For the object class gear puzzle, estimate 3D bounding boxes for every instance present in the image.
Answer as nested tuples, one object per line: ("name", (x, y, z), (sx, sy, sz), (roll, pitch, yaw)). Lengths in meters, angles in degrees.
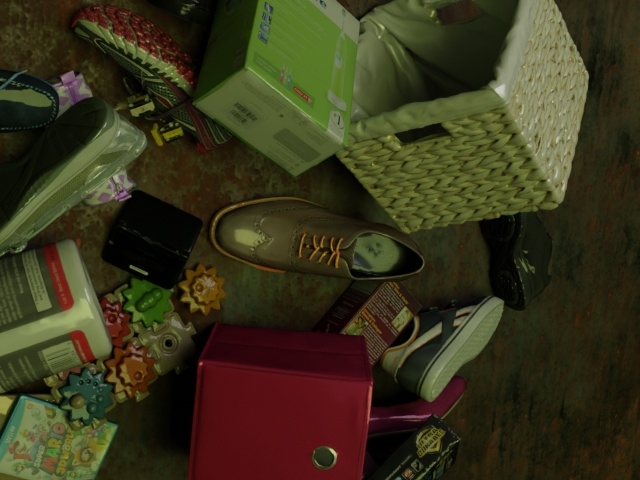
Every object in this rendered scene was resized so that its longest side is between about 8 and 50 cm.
("gear puzzle", (-0.275, 0.147, 1.470), (0.339, 0.044, 0.175), (-32, 101, -32))

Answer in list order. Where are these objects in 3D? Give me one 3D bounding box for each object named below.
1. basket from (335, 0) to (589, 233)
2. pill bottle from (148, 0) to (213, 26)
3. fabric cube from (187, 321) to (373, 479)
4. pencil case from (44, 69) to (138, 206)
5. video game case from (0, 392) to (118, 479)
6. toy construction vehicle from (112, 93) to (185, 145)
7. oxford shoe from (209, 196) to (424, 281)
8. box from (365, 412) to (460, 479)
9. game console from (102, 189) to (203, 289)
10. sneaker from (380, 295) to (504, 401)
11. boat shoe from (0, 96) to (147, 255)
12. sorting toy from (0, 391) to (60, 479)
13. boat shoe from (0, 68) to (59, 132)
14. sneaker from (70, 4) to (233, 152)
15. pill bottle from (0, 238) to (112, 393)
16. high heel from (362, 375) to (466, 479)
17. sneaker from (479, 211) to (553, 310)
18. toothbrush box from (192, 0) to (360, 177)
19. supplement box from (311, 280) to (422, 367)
("basket", (0.227, -0.228, 1.521), (0.266, 0.328, 0.331), (49, 46, -35))
("pill bottle", (-0.171, -0.436, 1.387), (0.123, 0.123, 0.219), (16, 104, -33))
("fabric cube", (-0.063, 0.287, 1.483), (0.258, 0.259, 0.254), (7, 99, -2))
("pencil case", (-0.346, -0.146, 1.373), (0.086, 0.088, 0.206), (-34, 115, -24))
("video game case", (-0.403, 0.310, 1.421), (0.166, 0.015, 0.119), (27, 86, -33))
("toy construction vehicle", (-0.260, -0.174, 1.377), (0.098, 0.035, 0.086), (-21, 135, 4))
("oxford shoe", (0.000, 0.000, 1.558), (0.364, 0.133, 0.130), (6, 94, -15))
("box", (0.122, 0.454, 1.676), (0.293, 0.073, 0.295), (-43, 162, -10))
("game console", (-0.263, 0.000, 1.475), (0.122, 0.071, 0.107), (26, 116, -9))
("sneaker", (0.234, 0.176, 1.778), (0.321, 0.127, 0.126), (-32, 140, -48))
("boat shoe", (-0.385, -0.066, 1.306), (0.320, 0.118, 0.103), (-40, 141, 10))
("sorting toy", (-0.465, 0.290, 1.416), (0.274, 0.046, 0.132), (4, 98, -33))
("boat shoe", (-0.481, -0.176, 1.249), (0.258, 0.089, 0.109), (-2, 110, -14))
("sneaker", (-0.244, -0.239, 1.405), (0.299, 0.121, 0.112), (35, 112, -24))
("pill bottle", (-0.464, 0.127, 1.289), (0.318, 0.176, 0.176), (-19, 110, -12))
("high heel", (0.118, 0.301, 1.756), (0.377, 0.127, 0.181), (-27, 77, -42))
("sneaker", (0.397, -0.008, 1.861), (0.130, 0.109, 0.286), (-28, 123, -31))
("toothbrush box", (-0.057, -0.273, 1.422), (0.206, 0.122, 0.283), (34, 46, -32))
("supplement box", (0.080, 0.148, 1.699), (0.188, 0.081, 0.104), (-49, 119, -14))
